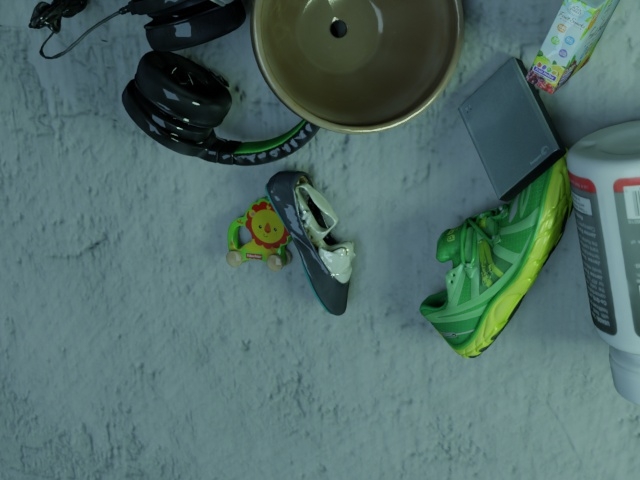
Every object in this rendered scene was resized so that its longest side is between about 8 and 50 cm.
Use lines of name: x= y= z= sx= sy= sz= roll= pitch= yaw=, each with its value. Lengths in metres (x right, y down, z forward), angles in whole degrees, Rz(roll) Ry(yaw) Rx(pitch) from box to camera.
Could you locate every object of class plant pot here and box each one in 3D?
plant pot: x=0.032 y=-0.240 z=1.343 sx=0.237 sy=0.110 sz=0.237 roll=-2 pitch=100 yaw=-14

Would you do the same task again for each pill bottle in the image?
pill bottle: x=0.365 y=0.024 z=1.289 sx=0.161 sy=0.161 sz=0.283 roll=-3 pitch=111 yaw=28

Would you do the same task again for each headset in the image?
headset: x=-0.165 y=-0.239 z=1.485 sx=0.394 sy=0.185 sz=0.243 roll=13 pitch=114 yaw=5

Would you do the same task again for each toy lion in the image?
toy lion: x=-0.078 y=-0.011 z=1.584 sx=0.100 sy=0.034 sz=0.096 roll=4 pitch=107 yaw=26

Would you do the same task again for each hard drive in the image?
hard drive: x=0.213 y=-0.124 z=1.338 sx=0.094 sy=0.022 sz=0.135 roll=-43 pitch=52 yaw=34

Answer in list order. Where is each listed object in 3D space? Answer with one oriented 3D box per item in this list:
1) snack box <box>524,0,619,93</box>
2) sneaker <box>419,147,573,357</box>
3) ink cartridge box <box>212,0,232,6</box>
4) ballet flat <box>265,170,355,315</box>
snack box: x=0.267 y=-0.219 z=1.241 sx=0.037 sy=0.141 sz=0.100 roll=30 pitch=123 yaw=13
sneaker: x=0.201 y=0.011 z=1.400 sx=0.123 sy=0.109 sz=0.295 roll=33 pitch=122 yaw=10
ink cartridge box: x=-0.201 y=-0.483 z=1.292 sx=0.395 sy=0.166 sz=0.285 roll=35 pitch=99 yaw=9
ballet flat: x=0.000 y=0.000 z=1.524 sx=0.074 sy=0.074 sz=0.203 roll=-22 pitch=99 yaw=33
